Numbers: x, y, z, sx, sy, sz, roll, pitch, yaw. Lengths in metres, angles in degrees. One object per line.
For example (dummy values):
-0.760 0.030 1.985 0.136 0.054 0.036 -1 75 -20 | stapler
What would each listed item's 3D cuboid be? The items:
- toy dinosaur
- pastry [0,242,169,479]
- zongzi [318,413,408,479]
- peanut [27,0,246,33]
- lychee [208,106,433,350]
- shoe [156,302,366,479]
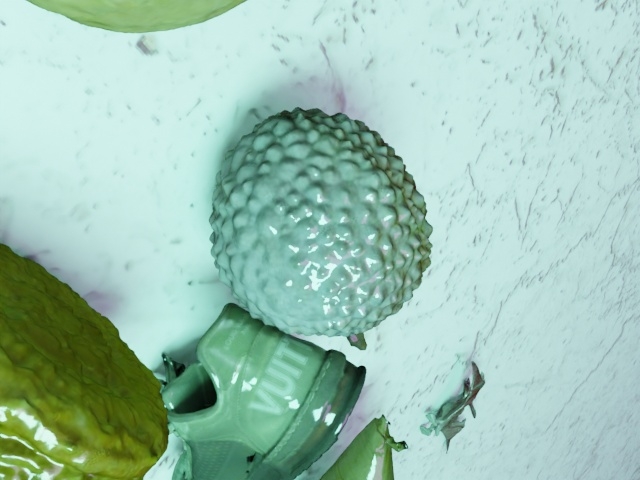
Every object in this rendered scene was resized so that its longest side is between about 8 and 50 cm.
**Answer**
0.189 0.242 0.914 0.108 0.032 0.220 -27 141 -32 | toy dinosaur
-0.176 0.087 0.365 0.103 0.189 0.189 -45 138 -3 | pastry
0.081 0.417 0.829 0.447 0.181 0.418 25 98 -50 | zongzi
-0.068 -0.188 0.332 0.253 0.122 0.137 -36 126 -13 | peanut
0.000 0.000 0.480 0.165 0.165 0.197 -23 121 -30 | lychee
-0.085 0.155 0.561 0.293 0.149 0.109 -53 -178 41 | shoe
